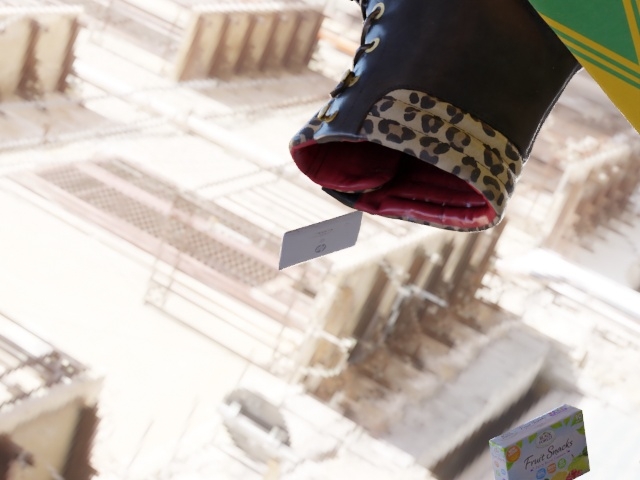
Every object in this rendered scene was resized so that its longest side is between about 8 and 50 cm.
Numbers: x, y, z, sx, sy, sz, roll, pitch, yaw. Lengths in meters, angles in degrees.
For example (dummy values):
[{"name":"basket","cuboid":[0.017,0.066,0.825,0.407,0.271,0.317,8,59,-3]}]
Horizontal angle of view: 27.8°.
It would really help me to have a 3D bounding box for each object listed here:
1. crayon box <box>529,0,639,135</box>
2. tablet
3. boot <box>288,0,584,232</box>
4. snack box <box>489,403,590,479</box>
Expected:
[{"name":"crayon box","cuboid":[0.252,-0.181,0.891,0.202,0.318,0.081,-45,6,-37]},{"name":"tablet","cuboid":[0.000,0.000,1.204,0.083,0.006,0.054,-17,-36,-22]},{"name":"boot","cuboid":[0.052,-0.177,1.099,0.284,0.378,0.138,-62,-20,-23]},{"name":"snack box","cuboid":[0.304,0.297,1.784,0.141,0.037,0.100,-21,-70,-26]}]
